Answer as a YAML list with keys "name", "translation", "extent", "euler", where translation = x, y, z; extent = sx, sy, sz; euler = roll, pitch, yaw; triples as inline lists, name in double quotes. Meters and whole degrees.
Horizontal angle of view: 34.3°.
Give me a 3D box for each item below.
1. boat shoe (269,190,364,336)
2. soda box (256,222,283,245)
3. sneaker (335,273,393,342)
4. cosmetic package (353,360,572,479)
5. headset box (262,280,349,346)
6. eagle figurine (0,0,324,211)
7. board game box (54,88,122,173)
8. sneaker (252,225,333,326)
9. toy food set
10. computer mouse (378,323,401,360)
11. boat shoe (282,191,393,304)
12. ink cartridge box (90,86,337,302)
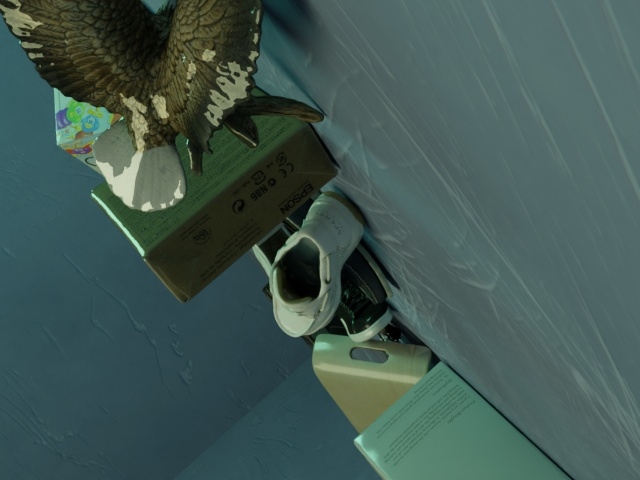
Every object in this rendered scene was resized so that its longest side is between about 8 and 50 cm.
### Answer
- name: "boat shoe"
  translation: [-0.027, 0.050, 1.345]
  extent: [0.098, 0.096, 0.277]
  euler: [35, 143, 14]
- name: "soda box"
  translation: [-0.164, -0.128, 1.729]
  extent: [0.286, 0.091, 0.098]
  euler: [53, 173, -32]
- name: "sneaker"
  translation: [0.040, 0.092, 1.704]
  extent: [0.121, 0.079, 0.217]
  euler: [50, 174, -10]
- name: "cosmetic package"
  translation: [0.239, 0.371, 1.508]
  extent: [0.365, 0.197, 0.155]
  euler: [44, 172, 44]
- name: "headset box"
  translation: [-0.024, 0.156, 2.365]
  extent: [0.218, 0.110, 0.293]
  euler: [49, 173, 2]
- name: "eagle figurine"
  translation: [-0.143, -0.177, 0.918]
  extent: [0.298, 0.226, 0.225]
  euler: [54, -167, -76]
- name: "board game box"
  translation: [-0.329, -0.195, 1.806]
  extent: [0.275, 0.142, 0.144]
  euler: [43, -143, -65]
- name: "sneaker"
  translation: [-0.058, 0.049, 2.068]
  extent: [0.290, 0.106, 0.123]
  euler: [58, 179, 12]
- name: "toy food set"
  translation: [0.140, 0.264, 1.790]
  extent: [0.219, 0.092, 0.306]
  euler: [4, 144, 33]
- name: "computer mouse"
  translation: [0.138, 0.196, 1.842]
  extent: [0.106, 0.042, 0.193]
  euler: [32, 157, 53]
- name: "boat shoe"
  translation: [0.000, 0.000, 1.435]
  extent: [0.254, 0.079, 0.095]
  euler: [49, 170, -13]
- name: "ink cartridge box"
  translation: [-0.126, -0.066, 1.202]
  extent: [0.088, 0.234, 0.193]
  euler: [55, 172, -37]
